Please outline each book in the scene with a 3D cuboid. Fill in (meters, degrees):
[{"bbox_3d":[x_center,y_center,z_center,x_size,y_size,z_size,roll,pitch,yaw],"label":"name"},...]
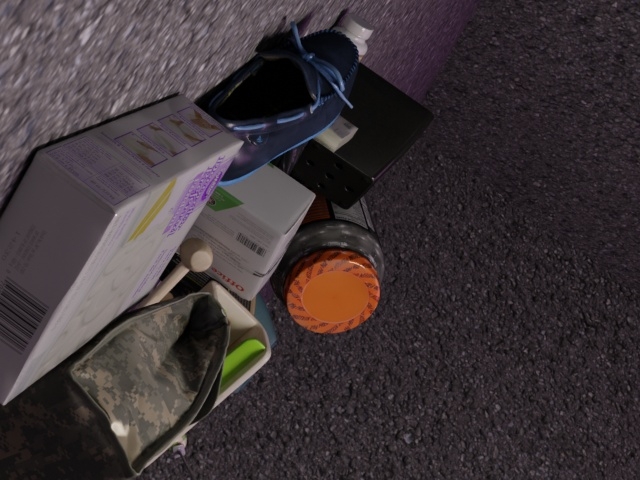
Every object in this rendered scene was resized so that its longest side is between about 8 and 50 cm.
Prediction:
[{"bbox_3d":[-0.020,-0.186,1.650,0.035,0.144,0.096,-56,175,22],"label":"book"}]

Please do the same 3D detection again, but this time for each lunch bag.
[{"bbox_3d":[-0.252,0.180,1.378,0.235,0.169,0.287,-25,-170,32],"label":"lunch bag"}]

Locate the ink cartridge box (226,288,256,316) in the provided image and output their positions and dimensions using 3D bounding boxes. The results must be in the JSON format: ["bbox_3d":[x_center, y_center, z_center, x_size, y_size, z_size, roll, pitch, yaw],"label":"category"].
[{"bbox_3d":[-0.158,0.080,2.113,0.234,0.088,0.193,110,-14,-73],"label":"ink cartridge box"}]

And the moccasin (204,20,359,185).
[{"bbox_3d":[-0.039,-0.189,1.502,0.342,0.138,0.117,-52,171,-43],"label":"moccasin"}]

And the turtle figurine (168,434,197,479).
[{"bbox_3d":[-0.334,0.320,1.953,0.198,0.274,0.266,-18,172,-11],"label":"turtle figurine"}]

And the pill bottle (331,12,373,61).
[{"bbox_3d":[0.033,-0.300,1.861,0.120,0.067,0.067,-56,175,24],"label":"pill bottle"}]

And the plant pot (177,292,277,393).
[{"bbox_3d":[-0.204,0.196,2.341,0.290,0.195,0.290,-54,176,-5],"label":"plant pot"}]

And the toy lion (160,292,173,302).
[{"bbox_3d":[-0.254,0.142,2.017,0.100,0.096,0.034,-51,174,-36],"label":"toy lion"}]

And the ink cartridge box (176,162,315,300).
[{"bbox_3d":[-0.120,-0.028,1.707,0.092,0.160,0.219,-53,177,-32],"label":"ink cartridge box"}]

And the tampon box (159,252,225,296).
[{"bbox_3d":[-0.173,0.017,1.870,0.161,0.101,0.120,-53,176,-14],"label":"tampon box"}]

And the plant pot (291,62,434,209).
[{"bbox_3d":[0.049,-0.169,1.991,0.167,0.188,0.187,-59,-172,-32],"label":"plant pot"}]

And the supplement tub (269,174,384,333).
[{"bbox_3d":[0.000,0.000,2.103,0.207,0.207,0.338,-56,-155,28],"label":"supplement tub"}]

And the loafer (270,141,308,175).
[{"bbox_3d":[-0.056,-0.162,1.912,0.078,0.076,0.223,-36,160,-51],"label":"loafer"}]

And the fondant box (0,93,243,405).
[{"bbox_3d":[-0.224,-0.005,1.187,0.238,0.096,0.330,-55,177,22],"label":"fondant box"}]

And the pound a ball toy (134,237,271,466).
[{"bbox_3d":[-0.228,0.154,1.739,0.319,0.208,0.135,-43,-159,7],"label":"pound a ball toy"}]
